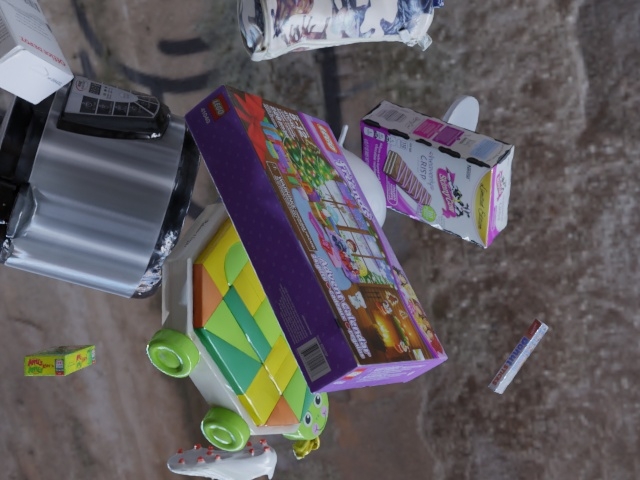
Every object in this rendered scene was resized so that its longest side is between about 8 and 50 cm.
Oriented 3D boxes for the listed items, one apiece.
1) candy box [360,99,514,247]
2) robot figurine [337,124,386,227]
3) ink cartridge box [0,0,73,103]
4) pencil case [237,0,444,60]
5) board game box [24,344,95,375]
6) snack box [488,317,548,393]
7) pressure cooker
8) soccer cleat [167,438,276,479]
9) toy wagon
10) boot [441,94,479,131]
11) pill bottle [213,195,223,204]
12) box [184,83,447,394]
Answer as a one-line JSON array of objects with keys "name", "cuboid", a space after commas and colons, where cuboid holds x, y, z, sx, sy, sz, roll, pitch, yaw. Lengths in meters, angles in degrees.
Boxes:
[{"name": "candy box", "cuboid": [0.175, -0.104, 1.480, 0.233, 0.159, 0.071, 23, -132, 28]}, {"name": "robot figurine", "cuboid": [-0.025, 0.003, 1.440, 0.199, 0.354, 0.300, 14, -155, -16]}, {"name": "ink cartridge box", "cuboid": [-0.490, -0.331, 1.487, 0.086, 0.203, 0.148, -32, 162, 12]}, {"name": "pencil case", "cuboid": [0.031, -0.441, 1.837, 0.410, 0.184, 0.160, -13, 162, -27]}, {"name": "board game box", "cuboid": [-0.570, 0.262, 2.104, 0.092, 0.043, 0.181, -2, -179, 6]}, {"name": "snack box", "cuboid": [0.424, 0.249, 2.050, 0.022, 0.178, 0.064, 36, -178, 28]}, {"name": "pressure cooker", "cuboid": [-0.462, -0.105, 1.758, 0.420, 0.376, 0.370, 17, 158, -15]}, {"name": "soccer cleat", "cuboid": [-0.175, 0.407, 1.717, 0.196, 0.076, 0.068, -3, -162, -11]}, {"name": "toy wagon", "cuboid": [-0.063, 0.122, 1.142, 0.068, 0.344, 0.267, -9, -147, 35]}, {"name": "boot", "cuboid": [0.257, -0.219, 2.172, 0.095, 0.258, 0.123, 20, -172, -39]}, {"name": "pill bottle", "cuboid": [-0.077, -0.004, 1.833, 0.153, 0.153, 0.264, 3, 168, 40]}, {"name": "box", "cuboid": [0.000, 0.000, 0.925, 0.057, 0.293, 0.201, -34, 161, 22]}]
